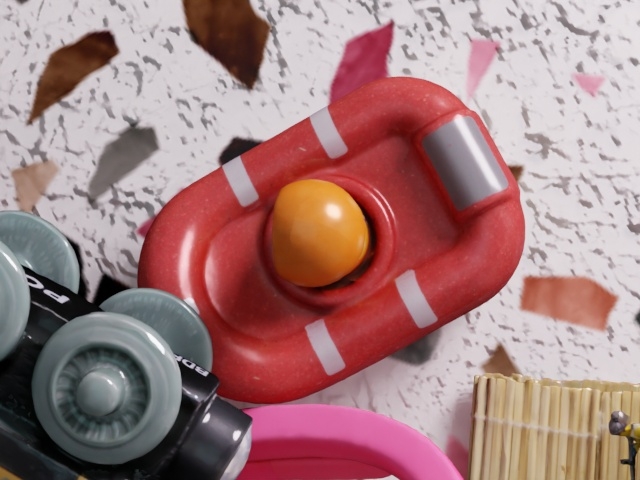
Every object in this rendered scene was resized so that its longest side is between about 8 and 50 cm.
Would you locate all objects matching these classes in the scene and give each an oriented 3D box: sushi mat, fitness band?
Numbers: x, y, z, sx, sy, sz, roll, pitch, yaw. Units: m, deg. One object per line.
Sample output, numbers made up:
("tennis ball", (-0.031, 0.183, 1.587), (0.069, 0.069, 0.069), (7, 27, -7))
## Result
("sushi mat", (0.155, 0.239, 0.871), (0.151, 0.019, 0.316), (4, 87, 9))
("fitness band", (-0.045, 0.192, 0.815), (0.291, 0.054, 0.209), (-8, 48, 24))

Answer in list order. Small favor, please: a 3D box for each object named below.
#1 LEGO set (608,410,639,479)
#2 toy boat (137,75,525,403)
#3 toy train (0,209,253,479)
("LEGO set", (0.207, 0.163, 0.702), (0.192, 0.331, 0.254), (20, 99, 3))
("toy boat", (0.000, 0.000, 0.847), (0.231, 0.151, 0.151), (-29, 82, 6))
("toy train", (-0.207, 0.074, 0.785), (0.334, 0.142, 0.190), (30, 98, 1))
